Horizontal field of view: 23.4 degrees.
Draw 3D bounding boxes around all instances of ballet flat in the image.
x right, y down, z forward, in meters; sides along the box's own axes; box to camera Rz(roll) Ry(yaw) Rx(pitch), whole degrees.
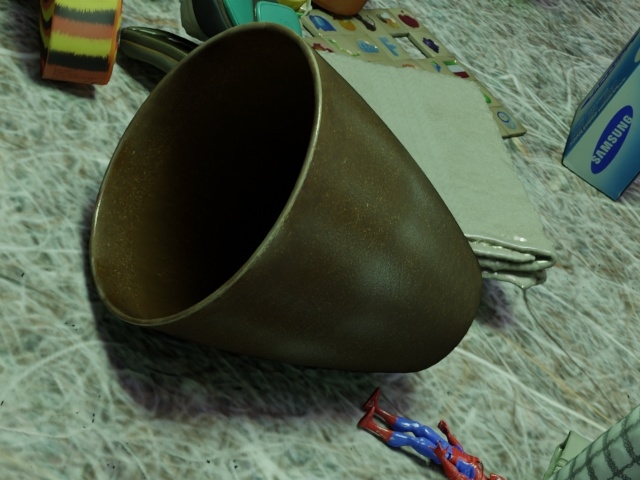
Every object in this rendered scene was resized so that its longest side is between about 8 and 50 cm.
[{"bbox_3d":[-0.078,-0.186,1.311,0.074,0.074,0.203,46,10,16],"label":"ballet flat"}]

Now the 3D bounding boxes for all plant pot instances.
[{"bbox_3d":[0.000,0.000,1.060,0.230,0.215,0.215,30,28,-37],"label":"plant pot"}]

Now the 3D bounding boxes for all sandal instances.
[{"bbox_3d":[-0.075,-0.110,1.260,0.219,0.060,0.090,26,12,12],"label":"sandal"}]

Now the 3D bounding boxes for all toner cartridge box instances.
[{"bbox_3d":[0.383,-0.217,1.584,0.075,0.348,0.165,34,30,-2],"label":"toner cartridge box"}]

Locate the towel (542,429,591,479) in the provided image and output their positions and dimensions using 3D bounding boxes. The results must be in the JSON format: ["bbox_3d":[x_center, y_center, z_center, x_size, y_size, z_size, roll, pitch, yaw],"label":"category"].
[{"bbox_3d":[0.239,0.303,1.018,0.324,0.056,0.312,39,33,2],"label":"towel"}]

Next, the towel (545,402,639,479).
[{"bbox_3d":[0.296,0.166,0.977,0.283,0.235,0.121,9,46,-35],"label":"towel"}]

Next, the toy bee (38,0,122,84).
[{"bbox_3d":[-0.206,-0.272,1.240,0.195,0.162,0.298,-13,50,-33],"label":"toy bee"}]

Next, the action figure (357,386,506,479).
[{"bbox_3d":[0.082,0.146,1.089,0.115,0.030,0.038,34,25,-7],"label":"action figure"}]

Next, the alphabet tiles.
[{"bbox_3d":[0.082,-0.165,1.544,0.198,0.009,0.237,49,33,20],"label":"alphabet tiles"}]

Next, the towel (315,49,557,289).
[{"bbox_3d":[0.082,-0.065,1.327,0.187,0.049,0.282,9,37,-18],"label":"towel"}]

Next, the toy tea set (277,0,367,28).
[{"bbox_3d":[-0.046,-0.297,1.471,0.200,0.124,0.336,37,30,10],"label":"toy tea set"}]
